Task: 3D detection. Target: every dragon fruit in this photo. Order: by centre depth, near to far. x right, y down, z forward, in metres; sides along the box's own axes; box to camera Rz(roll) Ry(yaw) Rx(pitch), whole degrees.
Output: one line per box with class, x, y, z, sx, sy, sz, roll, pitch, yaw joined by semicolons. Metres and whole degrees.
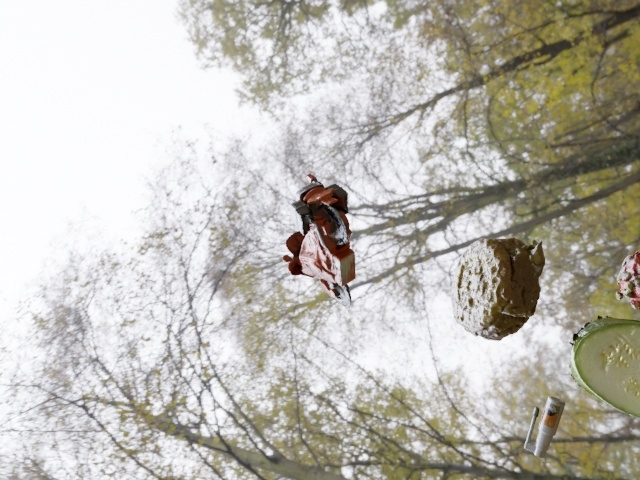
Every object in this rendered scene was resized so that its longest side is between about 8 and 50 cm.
dragon fruit;0.904;0.114;1.519;0.172;0.160;0.166;65;-171;-61

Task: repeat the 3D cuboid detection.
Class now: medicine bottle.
medicine bottle;0.814;0.676;2.004;0.061;0.092;0.220;7;-80;-55

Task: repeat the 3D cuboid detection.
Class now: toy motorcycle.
toy motorcycle;0.000;0.000;1.256;0.148;0.325;0.221;-29;-130;-22

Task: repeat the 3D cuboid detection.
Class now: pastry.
pastry;0.396;0.109;1.262;0.132;0.235;0.239;4;-89;-7

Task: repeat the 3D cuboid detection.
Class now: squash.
squash;0.632;0.251;1.052;0.190;0.260;0.189;0;-88;-8
